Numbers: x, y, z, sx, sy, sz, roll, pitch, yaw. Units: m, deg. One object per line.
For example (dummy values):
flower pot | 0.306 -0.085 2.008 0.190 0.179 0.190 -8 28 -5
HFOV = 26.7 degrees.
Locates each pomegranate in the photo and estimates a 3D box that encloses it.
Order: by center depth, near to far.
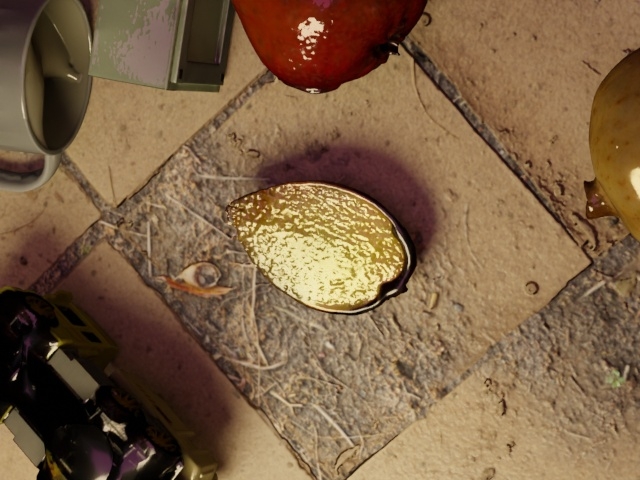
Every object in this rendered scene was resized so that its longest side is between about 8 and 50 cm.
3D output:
pomegranate | 0.474 -0.119 1.650 0.307 0.307 0.307 1 95 14

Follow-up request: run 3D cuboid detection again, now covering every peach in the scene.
peach | 0.002 0.000 1.879 0.279 0.068 0.189 24 108 9

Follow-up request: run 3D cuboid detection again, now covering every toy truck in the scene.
toy truck | -0.319 0.247 1.895 0.405 0.254 0.181 43 101 22

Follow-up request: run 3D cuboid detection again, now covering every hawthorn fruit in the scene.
hawthorn fruit | -0.006 -0.356 1.754 0.307 0.265 0.265 46 104 14

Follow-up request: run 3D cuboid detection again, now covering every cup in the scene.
cup | -0.514 -0.220 1.927 0.326 0.237 0.323 7 127 13

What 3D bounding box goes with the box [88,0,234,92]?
box | -0.199 -0.321 1.821 0.117 0.225 0.225 12 98 13
